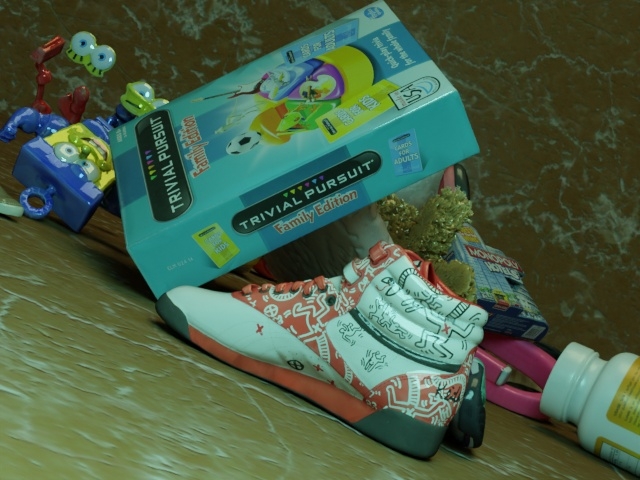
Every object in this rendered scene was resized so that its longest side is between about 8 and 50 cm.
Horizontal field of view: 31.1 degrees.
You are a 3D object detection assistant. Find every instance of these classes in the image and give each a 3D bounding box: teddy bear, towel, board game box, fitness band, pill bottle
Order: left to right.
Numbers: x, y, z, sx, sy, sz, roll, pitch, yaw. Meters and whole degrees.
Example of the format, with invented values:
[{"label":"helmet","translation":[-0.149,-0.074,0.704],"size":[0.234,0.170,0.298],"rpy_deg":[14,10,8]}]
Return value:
[{"label":"board game box","translation":[-0.042,-0.101,1.166],"size":[0.253,0.336,0.079],"rpy_deg":[-114,179,-57]},{"label":"towel","translation":[0.000,0.000,1.373],"size":[0.317,0.053,0.331],"rpy_deg":[28,-28,50]},{"label":"teddy bear","translation":[0.103,0.030,1.546],"size":[0.338,0.245,0.113],"rpy_deg":[22,-10,45]},{"label":"fitness band","translation":[0.221,0.148,1.617],"size":[0.291,0.054,0.209],"rpy_deg":[34,18,23]},{"label":"board game box","translation":[0.232,0.045,1.670],"size":[0.194,0.060,0.194],"rpy_deg":[14,38,-41]},{"label":"pill bottle","translation":[0.404,0.221,1.422],"size":[0.246,0.136,0.136],"rpy_deg":[25,2,24]}]

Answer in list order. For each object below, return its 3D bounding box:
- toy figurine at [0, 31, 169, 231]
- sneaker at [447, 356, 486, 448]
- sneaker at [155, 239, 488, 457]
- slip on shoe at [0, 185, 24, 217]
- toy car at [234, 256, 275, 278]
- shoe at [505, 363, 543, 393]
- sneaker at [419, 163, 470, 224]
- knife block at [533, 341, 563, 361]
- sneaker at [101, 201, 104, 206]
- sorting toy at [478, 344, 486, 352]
[{"label":"toy figurine","translation":[-0.271,-0.056,1.380],"size":[0.362,0.191,0.217],"rpy_deg":[44,42,0]},{"label":"sneaker","translation":[0.099,0.145,1.076],"size":[0.098,0.083,0.224],"rpy_deg":[1,-1,2]},{"label":"sneaker","translation":[0.003,0.056,0.944],"size":[0.270,0.145,0.090],"rpy_deg":[25,2,21]},{"label":"slip on shoe","translation":[-0.370,-0.065,1.228],"size":[0.135,0.041,0.051],"rpy_deg":[25,2,24]},{"label":"toy car","translation":[-0.161,0.001,1.821],"size":[0.225,0.053,0.239],"rpy_deg":[24,1,17]},{"label":"shoe","translation":[0.363,0.242,1.747],"size":[0.219,0.058,0.076],"rpy_deg":[32,-24,45]},{"label":"sneaker","translation":[0.157,0.020,1.865],"size":[0.136,0.313,0.116],"rpy_deg":[14,21,2]},{"label":"knife block","translation":[0.445,0.250,1.903],"size":[0.242,0.088,0.276],"rpy_deg":[23,2,4]},{"label":"sneaker","translation":[-0.323,-0.086,1.838],"size":[0.188,0.078,0.067],"rpy_deg":[25,2,41]},{"label":"sorting toy","translation":[0.176,0.149,1.725],"size":[0.132,0.046,0.274],"rpy_deg":[23,16,-8]}]
